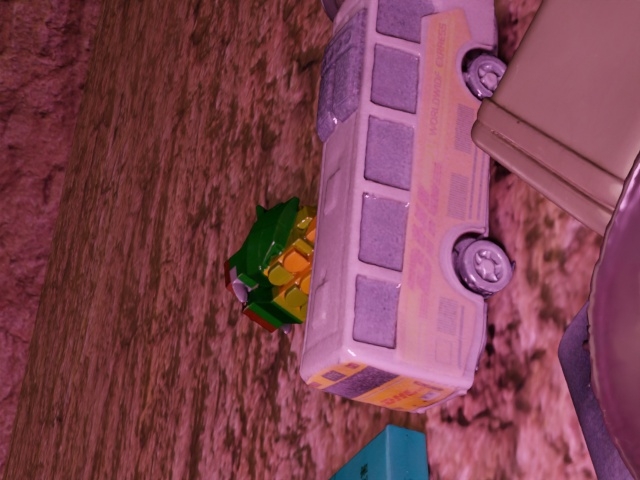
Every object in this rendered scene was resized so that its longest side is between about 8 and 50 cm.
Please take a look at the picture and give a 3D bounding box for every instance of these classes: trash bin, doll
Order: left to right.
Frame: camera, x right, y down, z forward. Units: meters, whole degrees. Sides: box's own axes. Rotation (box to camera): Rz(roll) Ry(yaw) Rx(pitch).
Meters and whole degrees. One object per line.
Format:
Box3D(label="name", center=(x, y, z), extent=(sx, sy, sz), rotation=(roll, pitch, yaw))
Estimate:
Box3D(label="doll", center=(-0.002, 0.007, 1.094), extent=(0.186, 0.106, 0.134), rotation=(-20, 40, 44))
Box3D(label="trash bin", center=(0.209, -0.122, 0.664), extent=(0.247, 0.121, 0.243), rotation=(-65, 23, 11))

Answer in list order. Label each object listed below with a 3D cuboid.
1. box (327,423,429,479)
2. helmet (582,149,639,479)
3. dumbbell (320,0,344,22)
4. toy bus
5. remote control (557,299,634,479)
Box3D(label="box", center=(0.014, 0.264, 0.944), extent=(0.226, 0.042, 0.161), rotation=(-51, 29, 43))
Box3D(label="helmet", center=(0.241, -0.005, 0.410), extent=(0.305, 0.177, 0.225), rotation=(130, 141, -56))
Box3D(label="dumbbell", center=(0.053, -0.288, 1.194), extent=(0.110, 0.110, 0.254), rotation=(-57, 20, 35))
Box3D(label="toy bus", center=(0.065, -0.045, 0.923), extent=(0.097, 0.138, 0.343), rotation=(139, 140, -58))
Box3D(label="remote control", center=(0.192, 0.162, 0.586), extent=(0.377, 0.044, 0.107), rotation=(-99, 28, -49))
